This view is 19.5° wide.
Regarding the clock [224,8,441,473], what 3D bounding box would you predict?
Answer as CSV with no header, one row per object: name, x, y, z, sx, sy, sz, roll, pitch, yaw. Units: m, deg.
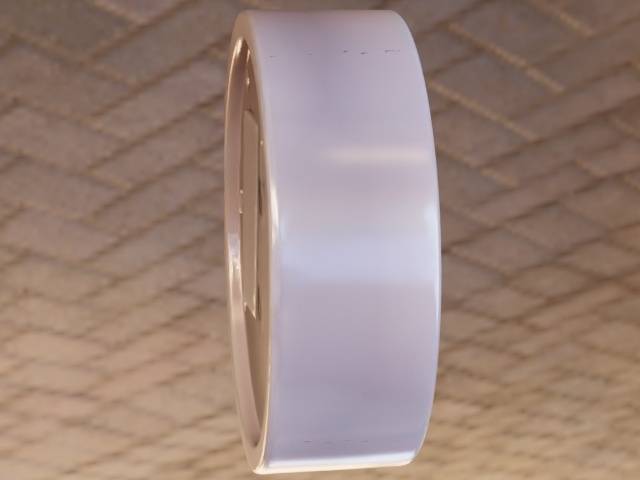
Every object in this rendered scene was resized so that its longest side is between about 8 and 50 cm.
clock,0.000,0.000,0.794,0.068,0.197,0.197,-1,154,-8
